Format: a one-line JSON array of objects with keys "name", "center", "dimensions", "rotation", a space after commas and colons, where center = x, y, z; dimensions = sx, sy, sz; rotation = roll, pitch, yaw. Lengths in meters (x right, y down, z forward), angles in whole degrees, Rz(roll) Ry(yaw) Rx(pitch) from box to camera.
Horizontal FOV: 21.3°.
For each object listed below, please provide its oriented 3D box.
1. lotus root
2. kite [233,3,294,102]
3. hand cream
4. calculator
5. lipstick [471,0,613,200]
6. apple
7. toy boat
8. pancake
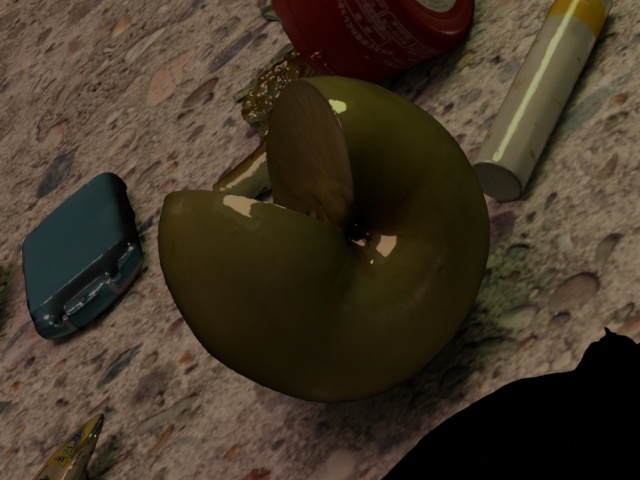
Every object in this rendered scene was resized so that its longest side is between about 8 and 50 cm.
[{"name": "lotus root", "center": [0.121, 0.213, 1.201], "dimensions": [0.349, 0.175, 0.175], "rotation": [-45, 28, -12]}, {"name": "kite", "center": [0.000, -0.293, 2.210], "dimensions": [0.314, 0.011, 0.335], "rotation": [-47, 28, -8]}, {"name": "hand cream", "center": [0.058, -0.292, 1.911], "dimensions": [0.149, 0.230, 0.230], "rotation": [-21, 35, 35]}, {"name": "calculator", "center": [-0.302, 0.016, 2.129], "dimensions": [0.173, 0.051, 0.293], "rotation": [-40, 27, 8]}, {"name": "lipstick", "center": [0.220, -0.153, 1.680], "dimensions": [0.059, 0.059, 0.264], "rotation": [-9, 42, 47]}, {"name": "apple", "center": [0.000, 0.000, 1.518], "dimensions": [0.292, 0.292, 0.254], "rotation": [-52, 9, -17]}, {"name": "toy boat", "center": [-0.281, 0.262, 1.745], "dimensions": [0.084, 0.066, 0.210], "rotation": [-1, 48, 50]}, {"name": "pancake", "center": [-0.032, -0.185, 2.048], "dimensions": [0.197, 0.054, 0.376], "rotation": [-12, 43, 43]}]
